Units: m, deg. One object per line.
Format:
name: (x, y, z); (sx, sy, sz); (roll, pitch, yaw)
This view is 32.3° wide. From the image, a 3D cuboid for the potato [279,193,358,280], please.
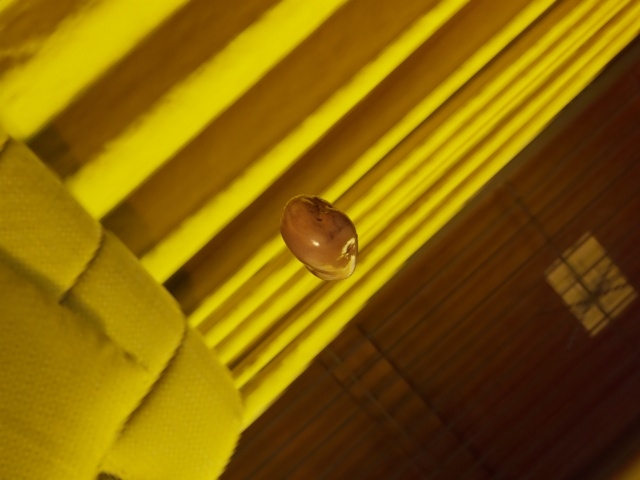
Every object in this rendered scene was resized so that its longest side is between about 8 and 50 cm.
potato: (0.000, 0.000, 0.910); (0.068, 0.062, 0.083); (-102, -179, -47)
